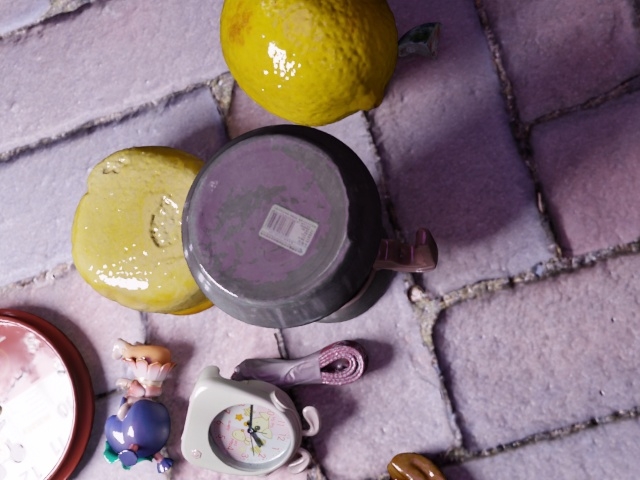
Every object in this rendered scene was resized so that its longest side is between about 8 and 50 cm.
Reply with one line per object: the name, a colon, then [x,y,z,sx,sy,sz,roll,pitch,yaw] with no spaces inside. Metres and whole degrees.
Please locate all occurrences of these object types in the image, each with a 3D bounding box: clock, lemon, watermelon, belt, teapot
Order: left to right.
clock: [-0.504,0.265,1.430,0.319,0.080,0.318,-1,82,8]
clock: [-0.099,0.269,1.318,0.191,0.062,0.151,14,114,-3]
belt: [-0.043,0.196,1.353,0.232,0.053,0.071,-16,89,11]
lemon: [-0.018,-0.294,1.335,0.268,0.267,0.267,-2,80,12]
teapot: [0.000,0.000,1.227,0.300,0.344,0.253,3,82,13]
watermelon: [0.155,-0.298,1.407,0.085,0.085,0.061,-37,104,4]

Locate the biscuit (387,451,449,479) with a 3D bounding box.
biscuit: [0.122,0.471,1.258,0.395,0.070,0.350,-2,80,12]

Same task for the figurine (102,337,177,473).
figurine: [-0.271,0.247,1.365,0.102,0.111,0.194,1,80,33]

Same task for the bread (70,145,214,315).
bread: [-0.246,-0.013,1.387,0.270,0.148,0.269,-1,84,11]
